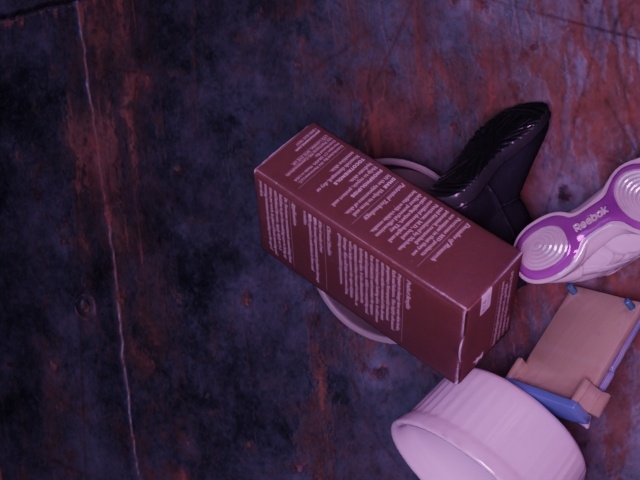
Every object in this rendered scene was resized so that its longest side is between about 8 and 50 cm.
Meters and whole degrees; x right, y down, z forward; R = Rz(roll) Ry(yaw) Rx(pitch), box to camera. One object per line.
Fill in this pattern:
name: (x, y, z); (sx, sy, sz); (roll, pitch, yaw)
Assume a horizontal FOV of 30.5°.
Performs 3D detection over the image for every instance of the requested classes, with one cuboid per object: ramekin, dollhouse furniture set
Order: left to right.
ramekin: (0.249, 0.311, 1.706); (0.277, 0.277, 0.135); (37, 68, 18)
dollhouse furniture set: (0.463, 0.166, 1.674); (0.303, 0.198, 0.286); (13, 64, 50)

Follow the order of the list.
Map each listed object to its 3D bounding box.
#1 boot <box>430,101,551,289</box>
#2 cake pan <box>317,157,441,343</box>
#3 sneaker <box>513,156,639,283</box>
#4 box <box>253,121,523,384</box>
boot: (0.278, -0.056, 1.720); (0.094, 0.246, 0.207); (10, 139, 48)
cake pan: (0.119, 0.015, 1.848); (0.293, 0.054, 0.293); (5, 100, 28)
sneaker: (0.417, -0.027, 1.619); (0.305, 0.152, 0.114); (-25, 69, 27)
box: (0.090, 0.013, 1.672); (0.381, 0.143, 0.191); (36, 151, 25)
